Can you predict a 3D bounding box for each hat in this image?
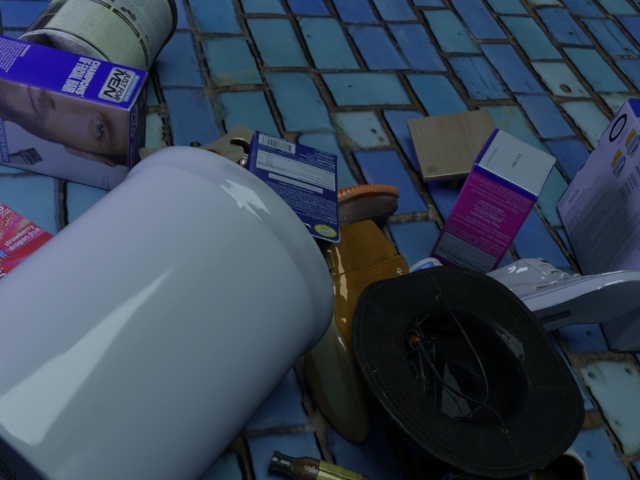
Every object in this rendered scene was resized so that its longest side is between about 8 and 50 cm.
[{"bbox_3d":[0.170,0.188,0.991,0.331,0.134,0.331,16,42,-15],"label":"hat"}]

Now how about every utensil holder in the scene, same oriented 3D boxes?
[{"bbox_3d":[-0.221,0.127,0.872,0.327,0.328,0.385,33,51,14],"label":"utensil holder"}]

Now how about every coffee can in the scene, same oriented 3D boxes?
[{"bbox_3d":[-0.389,-0.345,1.324,0.201,0.201,0.275,16,47,-1],"label":"coffee can"}]

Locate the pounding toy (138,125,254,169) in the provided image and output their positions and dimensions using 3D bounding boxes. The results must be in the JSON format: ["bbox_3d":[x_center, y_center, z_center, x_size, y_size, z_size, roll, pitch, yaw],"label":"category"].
[{"bbox_3d":[-0.157,-0.131,1.229,0.269,0.155,0.154,-1,54,-16],"label":"pounding toy"}]

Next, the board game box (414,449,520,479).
[{"bbox_3d":[0.230,0.355,0.905,0.259,0.030,0.136,13,69,19],"label":"board game box"}]

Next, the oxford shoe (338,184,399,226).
[{"bbox_3d":[0.000,0.000,1.208,0.363,0.130,0.133,-20,90,-38],"label":"oxford shoe"}]

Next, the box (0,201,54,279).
[{"bbox_3d":[-0.457,0.085,0.975,0.128,0.123,0.257,30,48,13],"label":"box"}]

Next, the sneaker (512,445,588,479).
[{"bbox_3d":[0.297,0.269,1.023,0.106,0.123,0.290,-4,50,-16],"label":"sneaker"}]

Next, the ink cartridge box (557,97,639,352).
[{"bbox_3d":[0.551,-0.048,1.274,0.151,0.270,0.395,4,49,-14],"label":"ink cartridge box"}]

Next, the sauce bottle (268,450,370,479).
[{"bbox_3d":[-0.003,0.299,0.967,0.128,0.042,0.042,20,47,2],"label":"sauce bottle"}]

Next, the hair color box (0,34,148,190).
[{"bbox_3d":[-0.451,-0.206,1.195,0.338,0.185,0.110,12,47,-4],"label":"hair color box"}]

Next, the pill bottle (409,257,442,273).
[{"bbox_3d":[0.188,0.100,1.172,0.078,0.078,0.137,-17,55,-28],"label":"pill bottle"}]

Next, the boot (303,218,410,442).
[{"bbox_3d":[0.066,0.115,1.084,0.211,0.104,0.295,-14,80,-42],"label":"boot"}]

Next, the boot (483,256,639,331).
[{"bbox_3d":[0.368,0.066,1.168,0.258,0.095,0.123,-14,44,6],"label":"boot"}]

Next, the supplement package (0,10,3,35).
[{"bbox_3d":[-0.678,-0.356,1.297,0.244,0.139,0.134,-1,51,-18],"label":"supplement package"}]

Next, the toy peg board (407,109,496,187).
[{"bbox_3d":[0.258,-0.158,1.438,0.160,0.079,0.161,-8,49,-1],"label":"toy peg board"}]

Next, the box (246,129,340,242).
[{"bbox_3d":[-0.041,-0.071,1.083,0.136,0.036,0.225,16,35,-12],"label":"box"}]

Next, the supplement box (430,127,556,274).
[{"bbox_3d":[0.276,-0.050,1.235,0.114,0.220,0.111,29,49,9],"label":"supplement box"}]
